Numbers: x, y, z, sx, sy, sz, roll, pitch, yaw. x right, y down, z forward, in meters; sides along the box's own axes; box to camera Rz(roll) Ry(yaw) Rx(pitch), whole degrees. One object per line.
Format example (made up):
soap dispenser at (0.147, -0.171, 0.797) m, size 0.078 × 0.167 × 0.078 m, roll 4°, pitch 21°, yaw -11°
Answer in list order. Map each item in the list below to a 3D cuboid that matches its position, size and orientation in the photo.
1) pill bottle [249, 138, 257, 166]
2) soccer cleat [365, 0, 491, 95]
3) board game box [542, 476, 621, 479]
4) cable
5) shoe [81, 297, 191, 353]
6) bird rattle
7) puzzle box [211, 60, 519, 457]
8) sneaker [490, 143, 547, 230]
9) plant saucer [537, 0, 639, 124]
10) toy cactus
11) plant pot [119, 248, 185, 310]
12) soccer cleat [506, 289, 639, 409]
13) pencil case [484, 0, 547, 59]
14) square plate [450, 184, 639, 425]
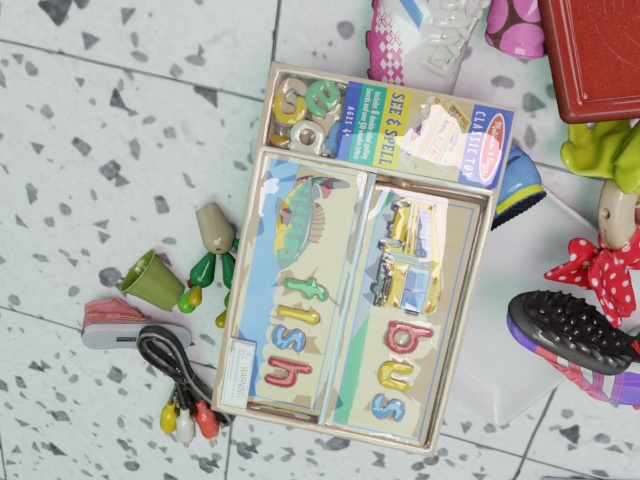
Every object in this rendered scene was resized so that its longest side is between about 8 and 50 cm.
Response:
pill bottle at (0.000, 0.000, 0.864) m, size 0.161 × 0.161 × 0.283 m, roll -7°, pitch 98°, yaw 19°
soccer cleat at (0.129, -0.261, 0.712) m, size 0.143 × 0.116 × 0.331 m, roll 28°, pitch 131°, yaw 44°
board game box at (0.541, 0.532, 1.095) m, size 0.318 × 0.066 × 0.318 m, roll -5°, pitch 117°, yaw 18°
cable at (-0.227, 0.259, 1.125) m, size 0.139 × 0.072 × 0.287 m, roll 5°, pitch 136°, yaw 11°
shoe at (-0.307, 0.140, 1.115) m, size 0.178 × 0.081 × 0.063 m, roll 6°, pitch 127°, yaw -22°
bird rattle at (0.379, -0.033, 0.768) m, size 0.207 × 0.143 × 0.253 m, roll -11°, pitch 102°, yaw -17°
puzzle box at (0.042, 0.027, 0.755) m, size 0.272 × 0.052 × 0.409 m, roll 11°, pitch 100°, yaw 2°
sneaker at (0.179, -0.041, 0.829) m, size 0.209 × 0.069 × 0.082 m, roll -38°, pitch 69°, yaw 37°
plant saucer at (0.314, -0.222, 0.590) m, size 0.258 × 0.048 × 0.259 m, roll 1°, pitch 125°, yaw 39°
toy cactus at (-0.128, 0.030, 0.997) m, size 0.219 × 0.112 × 0.180 m, roll -22°, pitch 92°, yaw 28°
plant pot at (-0.262, 0.071, 1.060) m, size 0.083 × 0.083 × 0.079 m, roll -34°, pitch 118°, yaw 28°
soccer cleat at (0.344, 0.152, 0.838) m, size 0.318 × 0.108 × 0.116 m, roll 18°, pitch 131°, yaw -25°
pencil case at (0.242, -0.303, 0.700) m, size 0.095 × 0.098 × 0.209 m, roll 31°, pitch 129°, yaw 27°
square plate at (0.236, 0.069, 0.932) m, size 0.347 × 0.049 × 0.344 m, roll 36°, pitch 122°, yaw -6°
